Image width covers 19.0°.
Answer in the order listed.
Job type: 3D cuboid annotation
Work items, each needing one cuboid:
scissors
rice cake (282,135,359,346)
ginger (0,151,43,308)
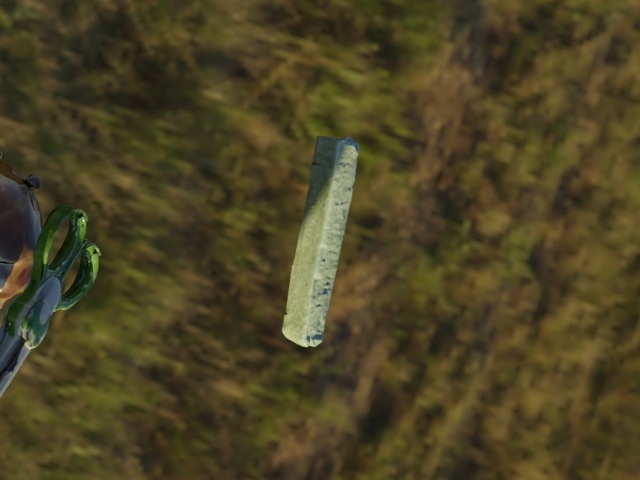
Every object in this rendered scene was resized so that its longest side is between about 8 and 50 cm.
[{"bbox_3d":[-0.247,0.067,1.625,0.101,0.027,0.204,75,36,-51],"label":"scissors"},{"bbox_3d":[0.000,0.000,1.516,0.029,0.033,0.171,3,101,-40],"label":"rice cake"},{"bbox_3d":[-0.490,-0.072,2.286,0.176,0.418,0.254,-38,-173,45],"label":"ginger"}]
